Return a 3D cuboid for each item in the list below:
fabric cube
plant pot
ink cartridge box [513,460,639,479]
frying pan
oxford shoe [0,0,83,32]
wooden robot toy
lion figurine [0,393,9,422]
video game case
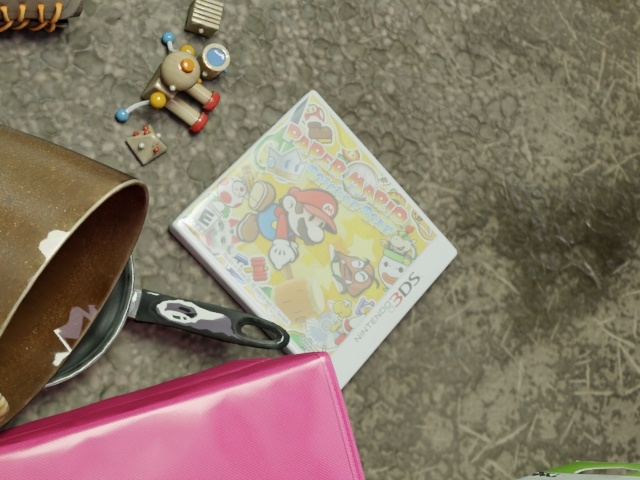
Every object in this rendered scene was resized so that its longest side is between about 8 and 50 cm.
[{"bbox_3d":[-0.120,0.243,0.767,0.258,0.259,0.254,-15,87,-23],"label":"fabric cube"},{"bbox_3d":[-0.282,-0.009,0.742,0.230,0.215,0.215,31,69,4],"label":"plant pot"},{"bbox_3d":[0.208,0.280,0.940,0.255,0.189,0.097,-10,84,-25],"label":"ink cartridge box"},{"bbox_3d":[-0.198,0.022,0.883,0.326,0.053,0.197,-7,83,-25],"label":"frying pan"},{"bbox_3d":[-0.274,-0.226,0.859,0.364,0.130,0.132,-44,105,-24],"label":"oxford shoe"},{"bbox_3d":[-0.121,-0.152,0.936,0.076,0.079,0.173,31,70,-16],"label":"wooden robot toy"},{"bbox_3d":[-0.341,0.156,0.592,0.142,0.392,0.240,49,53,-19],"label":"lion figurine"},{"bbox_3d":[0.000,0.000,0.991,0.227,0.026,0.206,47,66,-9],"label":"video game case"}]
